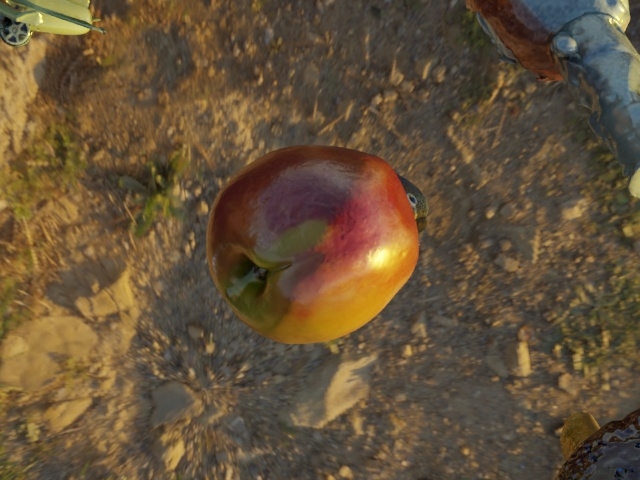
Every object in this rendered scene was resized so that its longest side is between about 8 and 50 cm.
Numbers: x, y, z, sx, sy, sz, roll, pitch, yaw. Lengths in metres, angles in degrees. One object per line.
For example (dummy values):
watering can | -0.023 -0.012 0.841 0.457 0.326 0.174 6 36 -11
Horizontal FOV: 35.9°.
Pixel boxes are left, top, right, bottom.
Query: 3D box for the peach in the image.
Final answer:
peach | 0.000 0.000 1.430 0.332 0.308 0.307 -17 82 -44

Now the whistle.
whistle | 0.217 -0.169 0.843 0.134 0.142 0.346 -26 47 11

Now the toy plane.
toy plane | -0.166 -0.122 0.505 0.111 0.102 0.040 7 104 -16

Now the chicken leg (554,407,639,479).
chicken leg | 0.202 0.134 0.527 0.234 0.063 0.105 -16 74 13

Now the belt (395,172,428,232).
belt | 0.073 -0.066 1.739 0.218 0.128 0.122 28 115 29

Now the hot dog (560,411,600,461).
hot dog | 0.313 0.263 1.098 0.061 0.286 0.087 -17 92 6
